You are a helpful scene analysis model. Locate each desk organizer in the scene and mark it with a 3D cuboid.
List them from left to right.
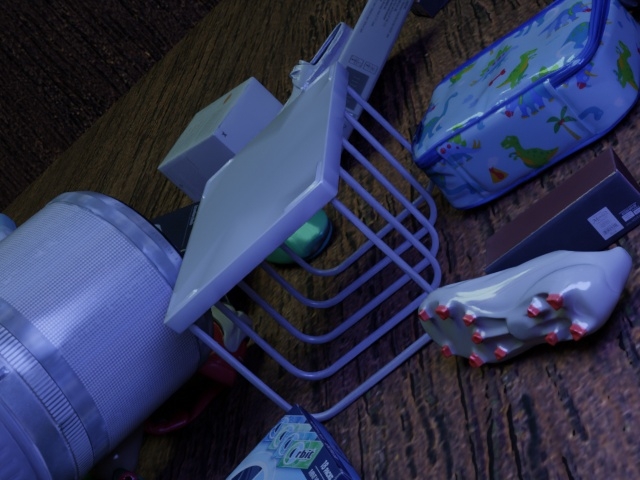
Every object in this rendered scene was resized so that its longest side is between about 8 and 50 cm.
[{"bbox_3d":[0.190,-0.011,1.004,0.130,0.047,0.050,-39,18,23],"label":"desk organizer"}]

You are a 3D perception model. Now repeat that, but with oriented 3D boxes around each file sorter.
[{"bbox_3d":[0.000,0.000,1.199,0.193,0.173,0.277,-41,19,21],"label":"file sorter"}]

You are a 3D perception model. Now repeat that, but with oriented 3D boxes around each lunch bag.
[{"bbox_3d":[0.190,-0.136,1.197,0.219,0.090,0.176,-31,21,37],"label":"lunch bag"}]

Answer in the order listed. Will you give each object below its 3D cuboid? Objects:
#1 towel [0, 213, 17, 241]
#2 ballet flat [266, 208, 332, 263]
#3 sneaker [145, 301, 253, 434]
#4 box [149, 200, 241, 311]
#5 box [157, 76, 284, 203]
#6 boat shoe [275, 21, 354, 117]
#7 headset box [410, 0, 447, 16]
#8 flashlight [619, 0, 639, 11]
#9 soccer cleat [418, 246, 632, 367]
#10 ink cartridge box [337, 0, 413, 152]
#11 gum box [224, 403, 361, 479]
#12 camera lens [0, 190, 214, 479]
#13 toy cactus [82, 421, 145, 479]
[{"bbox_3d":[-0.446,0.194,1.517,0.374,0.090,0.320,-47,46,20],"label":"towel"},{"bbox_3d":[-0.066,-0.027,1.535,0.083,0.087,0.247,-55,19,-6],"label":"ballet flat"},{"bbox_3d":[-0.185,0.163,1.398,0.279,0.107,0.118,-37,31,36],"label":"sneaker"},{"bbox_3d":[-0.205,0.053,1.538,0.207,0.108,0.153,-20,21,10],"label":"box"},{"bbox_3d":[-0.143,-0.146,1.943,0.170,0.091,0.130,-23,30,51],"label":"box"},{"bbox_3d":[-0.010,-0.239,1.883,0.184,0.063,0.066,-47,18,0],"label":"boat shoe"},{"bbox_3d":[0.154,-0.340,1.779,0.062,0.032,0.083,-47,17,0],"label":"headset box"},{"bbox_3d":[0.352,-0.276,1.121,0.103,0.103,0.304,-7,-2,-34],"label":"flashlight"},{"bbox_3d":[0.149,0.047,0.959,0.076,0.068,0.196,-41,14,-32],"label":"soccer cleat"},{"bbox_3d":[0.023,-0.170,1.686,0.239,0.060,0.275,116,179,-47],"label":"ink cartridge box"},{"bbox_3d":[-0.051,0.234,1.041,0.184,0.041,0.157,-48,18,0],"label":"gum box"},{"bbox_3d":[-0.253,0.103,1.218,0.274,0.219,0.219,-43,14,-30],"label":"camera lens"},{"bbox_3d":[-0.229,0.250,1.284,0.219,0.112,0.180,-30,34,48],"label":"toy cactus"}]
